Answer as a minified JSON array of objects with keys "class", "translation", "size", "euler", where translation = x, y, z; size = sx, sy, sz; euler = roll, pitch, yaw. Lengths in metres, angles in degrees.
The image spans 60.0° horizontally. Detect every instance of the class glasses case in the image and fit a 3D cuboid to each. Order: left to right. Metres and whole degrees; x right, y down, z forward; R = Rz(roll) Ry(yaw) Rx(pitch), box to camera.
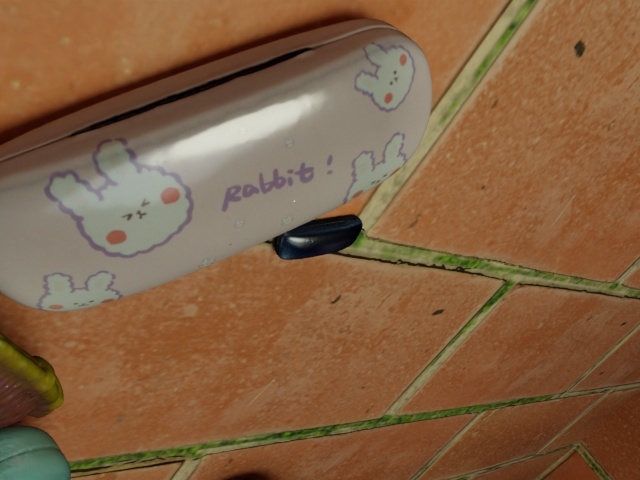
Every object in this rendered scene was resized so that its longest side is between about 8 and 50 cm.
[{"class":"glasses case","translation":[-0.062,-0.047,0.348],"size":[0.297,0.075,0.113],"euler":[-25,140,-13]},{"class":"glasses case","translation":[0.000,0.000,0.487],"size":[0.083,0.023,0.033],"euler":[-9,134,-29]}]

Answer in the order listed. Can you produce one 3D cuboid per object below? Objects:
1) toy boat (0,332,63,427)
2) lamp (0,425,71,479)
[{"class":"toy boat","translation":[-0.234,0.042,0.308],"size":[0.141,0.099,0.318],"euler":[9,140,12]},{"class":"lamp","translation":[-0.315,0.237,0.397],"size":[0.284,0.147,0.209],"euler":[-25,164,3]}]
